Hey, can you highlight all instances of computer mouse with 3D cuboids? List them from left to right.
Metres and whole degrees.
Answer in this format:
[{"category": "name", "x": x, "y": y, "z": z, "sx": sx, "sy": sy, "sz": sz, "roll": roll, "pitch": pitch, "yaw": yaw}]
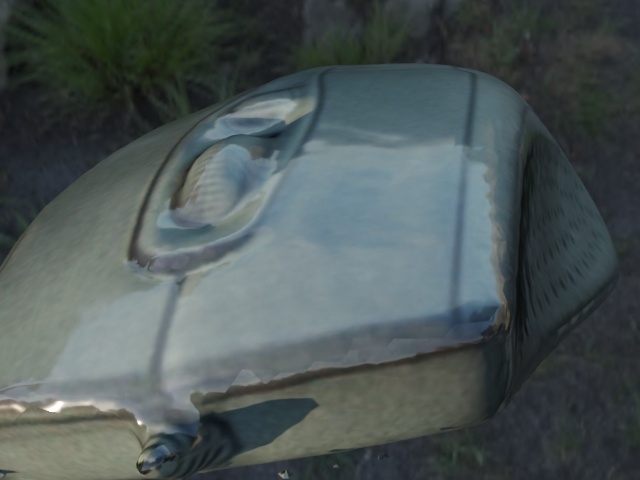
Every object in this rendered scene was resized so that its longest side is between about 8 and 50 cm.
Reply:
[{"category": "computer mouse", "x": 0.000, "y": 0.000, "z": 0.544, "sx": 0.188, "sy": 0.371, "sz": 0.122, "roll": -12, "pitch": 96, "yaw": 17}]
